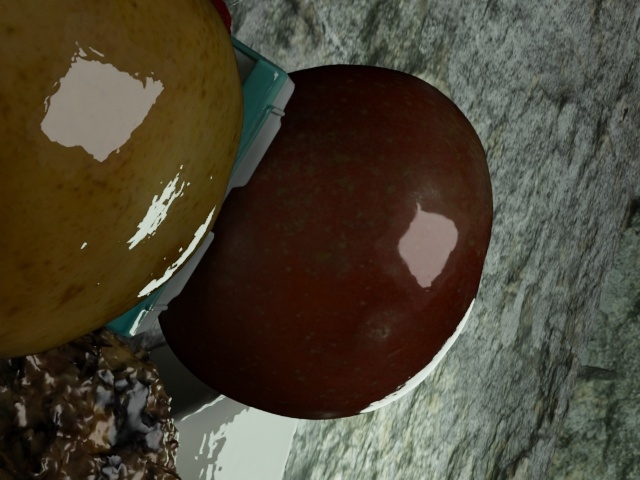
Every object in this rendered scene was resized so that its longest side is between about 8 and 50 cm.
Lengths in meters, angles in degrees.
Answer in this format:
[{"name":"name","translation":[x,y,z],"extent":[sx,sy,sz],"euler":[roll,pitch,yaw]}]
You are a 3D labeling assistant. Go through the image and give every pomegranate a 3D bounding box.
[{"name":"pomegranate","translation":[-0.245,-0.121,1.314],"extent":[0.417,0.417,0.416],"euler":[-35,130,-57]}]

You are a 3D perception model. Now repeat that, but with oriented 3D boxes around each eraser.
[{"name":"eraser","translation":[-0.144,0.231,1.976],"extent":[0.331,0.150,0.331],"euler":[-33,128,-55]}]

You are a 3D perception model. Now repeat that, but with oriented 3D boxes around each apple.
[{"name":"apple","translation":[0.000,0.000,1.792],"extent":[0.348,0.277,0.348],"euler":[-168,-90,-77]}]

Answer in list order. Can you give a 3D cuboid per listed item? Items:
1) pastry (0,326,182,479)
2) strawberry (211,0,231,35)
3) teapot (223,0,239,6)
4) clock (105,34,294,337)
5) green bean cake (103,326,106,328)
[{"name":"pastry","translation":[-0.251,0.179,1.598],"extent":[0.193,0.275,0.275],"euler":[-90,177,-63]},{"name":"strawberry","translation":[-0.152,-0.215,1.851],"extent":[0.131,0.148,0.131],"euler":[-10,118,-19]},{"name":"teapot","translation":[-0.111,-0.317,1.887],"extent":[0.200,0.107,0.077],"euler":[60,43,-55]},{"name":"clock","translation":[-0.176,-0.082,1.611],"extent":[0.262,0.231,0.116],"euler":[-59,168,3]},{"name":"green bean cake","translation":[-0.212,-0.028,1.806],"extent":[0.185,0.094,0.183],"euler":[81,29,-45]}]
